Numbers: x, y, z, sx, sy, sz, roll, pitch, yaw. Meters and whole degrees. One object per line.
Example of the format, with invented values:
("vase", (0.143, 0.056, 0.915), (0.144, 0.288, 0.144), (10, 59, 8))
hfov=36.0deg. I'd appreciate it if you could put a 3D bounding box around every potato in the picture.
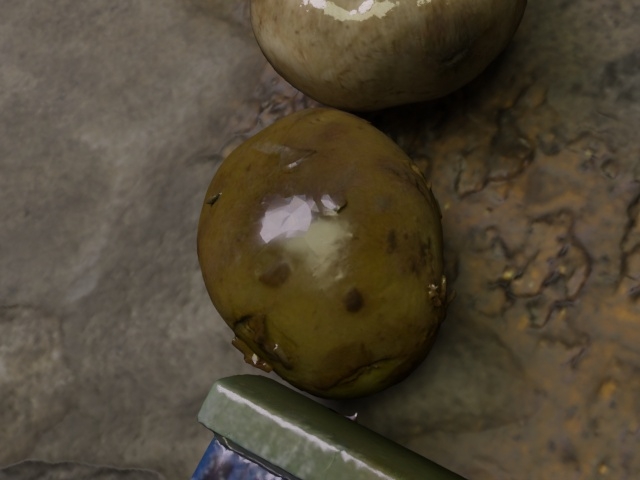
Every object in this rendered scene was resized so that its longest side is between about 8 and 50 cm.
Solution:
("potato", (0.000, 0.000, 0.545), (0.137, 0.137, 0.176), (-33, 59, 2))

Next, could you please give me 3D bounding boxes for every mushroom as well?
("mushroom", (0.038, -0.153, 0.584), (0.166, 0.127, 0.166), (-6, 37, 5))

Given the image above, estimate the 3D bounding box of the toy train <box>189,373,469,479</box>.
("toy train", (0.039, 0.202, 0.441), (0.300, 0.131, 0.202), (22, 79, 28))
